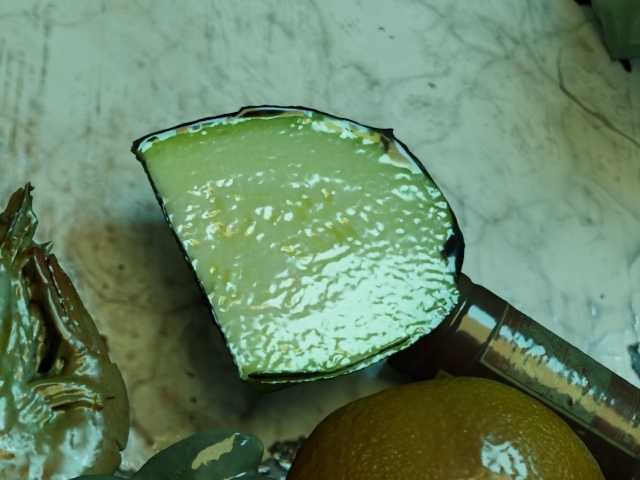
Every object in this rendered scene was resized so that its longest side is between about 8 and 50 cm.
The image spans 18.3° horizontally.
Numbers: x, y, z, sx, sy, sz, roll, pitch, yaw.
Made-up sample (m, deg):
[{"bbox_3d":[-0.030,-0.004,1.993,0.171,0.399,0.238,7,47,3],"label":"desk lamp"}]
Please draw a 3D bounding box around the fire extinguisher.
[{"bbox_3d":[0.172,0.102,1.225,0.252,0.106,0.075,33,31,0],"label":"fire extinguisher"}]

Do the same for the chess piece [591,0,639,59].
[{"bbox_3d":[0.274,-0.237,1.377,0.176,0.298,0.175,5,78,-27],"label":"chess piece"}]

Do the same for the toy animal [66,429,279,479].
[{"bbox_3d":[-0.134,0.179,1.026,0.251,0.125,0.127,-18,94,-31],"label":"toy animal"}]

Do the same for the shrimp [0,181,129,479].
[{"bbox_3d":[-0.167,0.064,1.133,0.115,0.051,0.217,12,53,-25],"label":"shrimp"}]

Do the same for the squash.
[{"bbox_3d":[-0.010,0.014,1.212,0.184,0.085,0.192,-11,61,-27],"label":"squash"}]

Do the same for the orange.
[{"bbox_3d":[0.071,0.173,1.078,0.206,0.206,0.206,12,54,-17],"label":"orange"}]
